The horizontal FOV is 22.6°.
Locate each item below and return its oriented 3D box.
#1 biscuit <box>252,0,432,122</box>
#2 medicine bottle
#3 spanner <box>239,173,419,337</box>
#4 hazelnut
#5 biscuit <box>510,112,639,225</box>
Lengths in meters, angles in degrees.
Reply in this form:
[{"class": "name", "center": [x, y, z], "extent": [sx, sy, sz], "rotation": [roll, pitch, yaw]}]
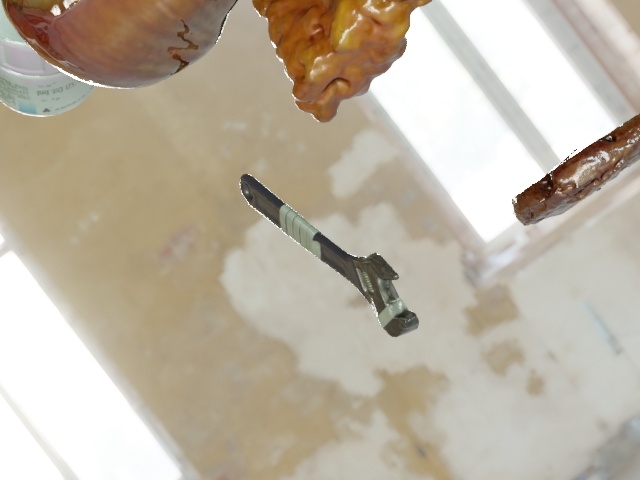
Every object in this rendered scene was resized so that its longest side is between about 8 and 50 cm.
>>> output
[{"class": "biscuit", "center": [0.029, -0.329, 1.735], "extent": [0.110, 0.312, 0.318], "rotation": [14, -50, -38]}, {"class": "medicine bottle", "center": [-0.292, -0.218, 1.660], "extent": [0.135, 0.135, 0.168], "rotation": [-37, -13, -17]}, {"class": "spanner", "center": [0.000, 0.000, 1.653], "extent": [0.024, 0.087, 0.316], "rotation": [-30, 41, -19]}, {"class": "hazelnut", "center": [-0.175, -0.241, 1.410], "extent": [0.210, 0.186, 0.210], "rotation": [-43, -17, -16]}, {"class": "biscuit", "center": [0.278, -0.074, 1.631], "extent": [0.192, 0.049, 0.192], "rotation": [-30, -4, -2]}]
